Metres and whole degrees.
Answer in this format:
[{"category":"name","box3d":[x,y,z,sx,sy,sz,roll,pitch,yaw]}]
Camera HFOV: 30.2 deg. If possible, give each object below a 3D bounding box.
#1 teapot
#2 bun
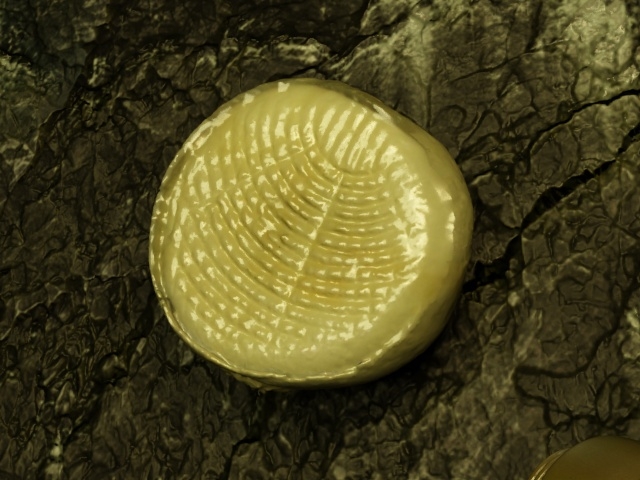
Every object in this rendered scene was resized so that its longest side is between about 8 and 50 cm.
[{"category":"teapot","box3d":[0.276,0.270,1.148,0.267,0.185,0.175,-30,24,-25]},{"category":"bun","box3d":[-0.002,0.002,1.344,0.364,0.202,0.364,-5,74,18]}]
